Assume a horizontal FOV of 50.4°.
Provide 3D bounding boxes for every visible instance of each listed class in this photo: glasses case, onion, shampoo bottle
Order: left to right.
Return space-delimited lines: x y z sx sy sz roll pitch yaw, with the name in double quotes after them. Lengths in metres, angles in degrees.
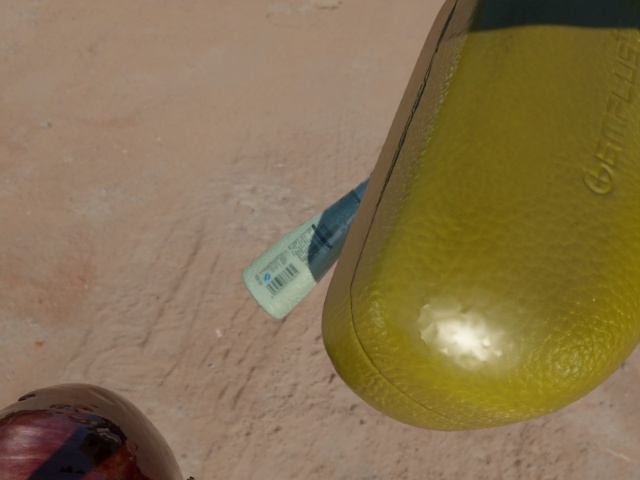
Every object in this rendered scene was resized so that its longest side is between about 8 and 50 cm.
-0.229 0.319 0.734 0.285 0.348 0.348 -11 45 10 "onion"
0.000 0.000 0.717 0.190 0.041 0.069 -43 73 18 "shampoo bottle"
0.140 -0.054 0.443 0.173 0.141 0.371 29 61 -11 "glasses case"
